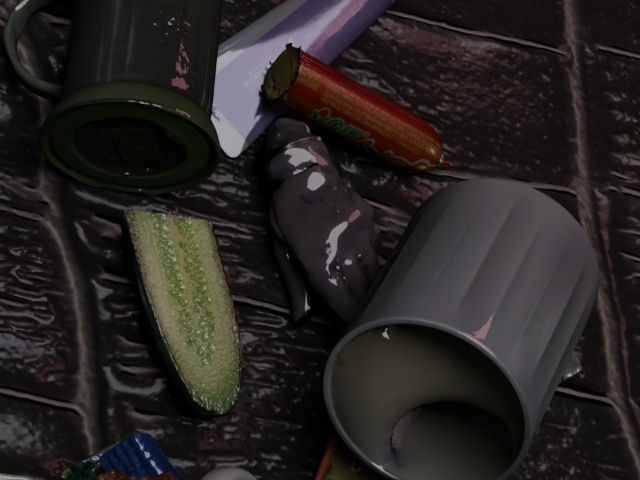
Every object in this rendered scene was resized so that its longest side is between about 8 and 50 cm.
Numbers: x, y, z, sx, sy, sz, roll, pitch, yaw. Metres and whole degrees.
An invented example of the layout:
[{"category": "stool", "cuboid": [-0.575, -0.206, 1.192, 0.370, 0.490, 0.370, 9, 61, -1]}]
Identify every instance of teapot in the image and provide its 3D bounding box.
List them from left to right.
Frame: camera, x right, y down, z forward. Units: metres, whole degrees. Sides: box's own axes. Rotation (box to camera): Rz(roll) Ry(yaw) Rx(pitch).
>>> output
[{"category": "teapot", "cuboid": [-0.228, -0.243, 2.040, 0.270, 0.200, 0.337, -1, 61, 9]}]

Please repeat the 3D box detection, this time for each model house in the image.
[{"category": "model house", "cuboid": [-0.204, 0.258, 1.828, 0.148, 0.149, 0.119, -25, 78, -34]}]

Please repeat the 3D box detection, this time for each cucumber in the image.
[{"category": "cucumber", "cuboid": [-0.155, 0.086, 1.979, 0.115, 0.063, 0.244, -2, 67, -34]}]

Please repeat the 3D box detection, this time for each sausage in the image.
[{"category": "sausage", "cuboid": [0.056, -0.149, 2.160, 0.264, 0.083, 0.083, 27, 58, -27]}]

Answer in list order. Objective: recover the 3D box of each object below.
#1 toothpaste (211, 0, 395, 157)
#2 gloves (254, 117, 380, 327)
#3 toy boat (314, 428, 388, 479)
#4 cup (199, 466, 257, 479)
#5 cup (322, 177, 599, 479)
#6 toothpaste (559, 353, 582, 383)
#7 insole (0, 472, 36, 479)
[{"category": "toothpaste", "cuboid": [-0.022, -0.255, 2.197, 0.371, 0.080, 0.125, -42, 93, -28]}, {"category": "gloves", "cuboid": [-0.003, -0.006, 2.080, 0.142, 0.119, 0.285, -27, 83, 0]}, {"category": "toy boat", "cuboid": [0.024, 0.396, 1.910, 0.136, 0.079, 0.392, 18, 60, -20]}, {"category": "cup", "cuboid": [-0.108, 0.397, 1.721, 0.357, 0.259, 0.274, -64, 141, -48]}, {"category": "cup", "cuboid": [0.173, 0.130, 2.001, 0.236, 0.323, 0.327, 4, 32, 21]}, {"category": "toothpaste", "cuboid": [0.246, 0.079, 2.186, 0.064, 0.041, 0.218, -26, 82, -21]}, {"category": "insole", "cuboid": [-0.364, 0.259, 1.839, 0.152, 0.002, 0.053, 9, 64, -21]}]
